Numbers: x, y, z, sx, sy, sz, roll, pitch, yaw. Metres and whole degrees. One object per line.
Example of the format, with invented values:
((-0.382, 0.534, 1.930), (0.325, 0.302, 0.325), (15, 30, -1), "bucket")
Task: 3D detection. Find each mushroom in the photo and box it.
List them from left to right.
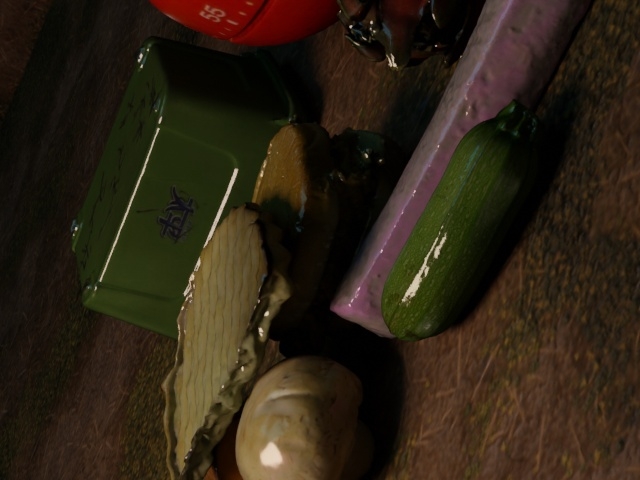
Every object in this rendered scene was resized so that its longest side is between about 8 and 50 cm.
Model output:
((-0.014, 0.167, 1.337), (0.148, 0.112, 0.148), (-161, 90, -72), "mushroom")

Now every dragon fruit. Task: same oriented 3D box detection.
((0.083, -0.240, 1.348), (0.188, 0.182, 0.182), (-56, 23, 4), "dragon fruit")

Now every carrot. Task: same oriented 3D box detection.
((-0.090, 0.199, 1.551), (0.263, 0.102, 0.102), (-179, 105, -73), "carrot")

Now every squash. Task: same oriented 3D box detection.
((0.110, -0.009, 1.225), (0.219, 0.068, 0.077), (-63, -9, 21), "squash")

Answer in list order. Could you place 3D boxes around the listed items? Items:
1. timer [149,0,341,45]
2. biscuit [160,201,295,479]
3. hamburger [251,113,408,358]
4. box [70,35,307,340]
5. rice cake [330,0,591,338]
((-0.049, -0.390, 1.640), (0.378, 0.279, 0.378), (-164, 90, -70), "timer")
((-0.087, 0.073, 1.391), (0.187, 0.036, 0.273), (-105, 32, -47), "biscuit")
((0.000, 0.000, 1.423), (0.189, 0.122, 0.215), (-146, 70, -68), "hamburger")
((-0.161, -0.063, 1.795), (0.328, 0.178, 0.253), (-65, 21, 18), "box")
((0.115, -0.074, 1.273), (0.365, 0.073, 0.056), (-62, 21, 20), "rice cake")
